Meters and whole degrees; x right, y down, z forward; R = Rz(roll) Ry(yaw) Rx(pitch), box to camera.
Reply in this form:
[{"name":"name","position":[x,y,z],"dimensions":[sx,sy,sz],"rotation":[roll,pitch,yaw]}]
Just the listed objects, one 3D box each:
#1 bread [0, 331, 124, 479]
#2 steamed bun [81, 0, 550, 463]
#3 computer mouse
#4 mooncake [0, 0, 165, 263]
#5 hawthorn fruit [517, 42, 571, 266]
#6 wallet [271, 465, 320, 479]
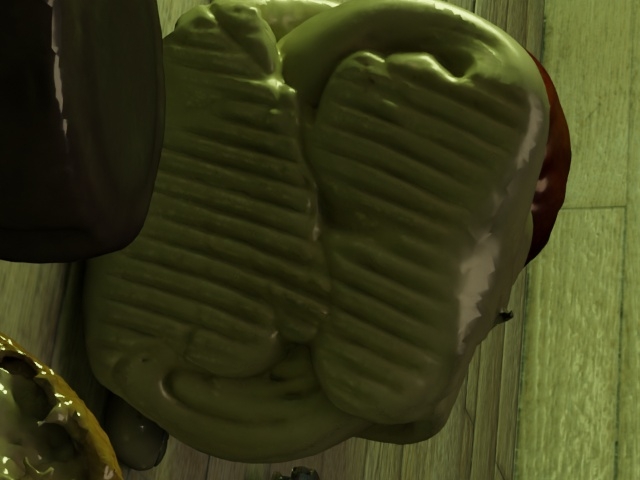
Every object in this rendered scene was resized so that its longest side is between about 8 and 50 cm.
[{"name":"bread","position":[-0.216,0.148,0.780],"dimensions":[0.274,0.274,0.149],"rotation":[-74,172,-46]},{"name":"steamed bun","position":[0.000,0.000,1.392],"dimensions":[0.255,0.342,0.367],"rotation":[46,63,-72]},{"name":"computer mouse","position":[-0.137,0.144,1.413],"dimensions":[0.096,0.039,0.066],"rotation":[60,33,-60]},{"name":"mooncake","position":[-0.175,-0.103,1.130],"dimensions":[0.245,0.133,0.245],"rotation":[-2,90,-74]},{"name":"hawthorn fruit","position":[0.100,-0.087,1.863],"dimensions":[0.308,0.325,0.308],"rotation":[-6,100,-33]},{"name":"wallet","position":[-0.030,0.341,1.722],"dimensions":[0.170,0.069,0.231],"rotation":[66,28,-63]}]
